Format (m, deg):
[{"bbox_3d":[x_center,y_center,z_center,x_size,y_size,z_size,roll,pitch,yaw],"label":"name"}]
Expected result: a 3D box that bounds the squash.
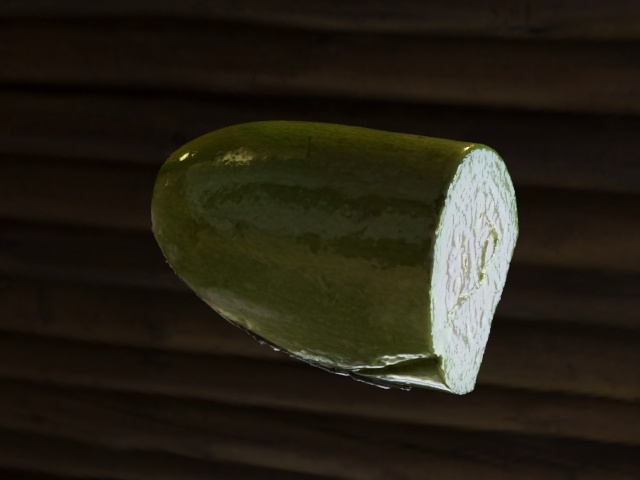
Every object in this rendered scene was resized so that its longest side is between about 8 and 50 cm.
[{"bbox_3d":[0.000,0.000,1.280,0.308,0.234,0.210,5,-28,27],"label":"squash"}]
